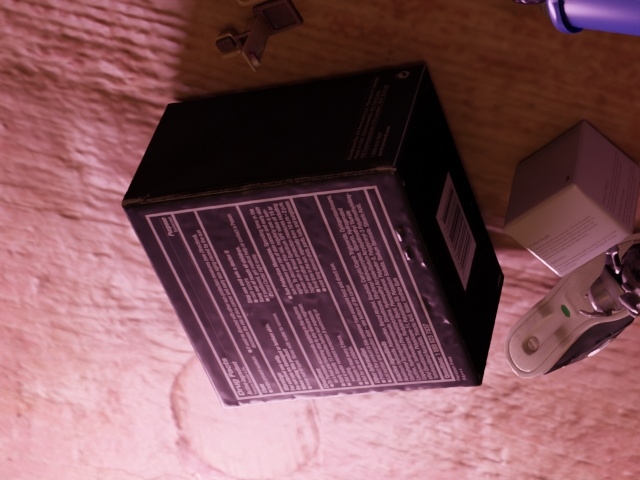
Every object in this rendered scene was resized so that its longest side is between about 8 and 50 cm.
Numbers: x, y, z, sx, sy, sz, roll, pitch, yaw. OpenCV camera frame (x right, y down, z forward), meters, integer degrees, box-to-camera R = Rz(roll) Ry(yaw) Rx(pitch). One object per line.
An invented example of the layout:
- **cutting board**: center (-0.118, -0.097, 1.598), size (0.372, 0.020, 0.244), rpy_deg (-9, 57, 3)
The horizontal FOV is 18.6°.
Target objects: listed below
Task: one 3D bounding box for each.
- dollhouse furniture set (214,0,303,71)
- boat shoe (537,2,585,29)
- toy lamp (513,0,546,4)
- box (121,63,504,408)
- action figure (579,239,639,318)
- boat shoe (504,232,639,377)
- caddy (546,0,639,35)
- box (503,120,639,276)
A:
- **dollhouse furniture set**: center (-0.090, -0.217, 1.892), size (0.091, 0.081, 0.114), rpy_deg (-15, 127, 28)
- **boat shoe**: center (0.301, -0.238, 1.767), size (0.227, 0.079, 0.081), rpy_deg (-8, 137, 31)
- **toy lamp**: center (0.172, -0.336, 1.682), size (0.080, 0.080, 0.274), rpy_deg (2, 123, 15)
- **box**: center (0.000, 0.000, 2.001), size (0.294, 0.183, 0.296), rpy_deg (-7, 128, 21)
- **action figure**: center (0.385, 0.021, 1.883), size (0.285, 0.185, 0.099), rpy_deg (-21, 120, 5)
- **boat shoe**: center (0.297, 0.066, 2.065), size (0.079, 0.084, 0.233), rpy_deg (5, 142, -46)
- **caddy**: center (0.255, -0.318, 1.570), size (0.179, 0.241, 0.341), rpy_deg (13, 138, 18)
- **box**: center (0.250, -0.041, 1.944), size (0.087, 0.102, 0.101), rpy_deg (37, 132, -21)
